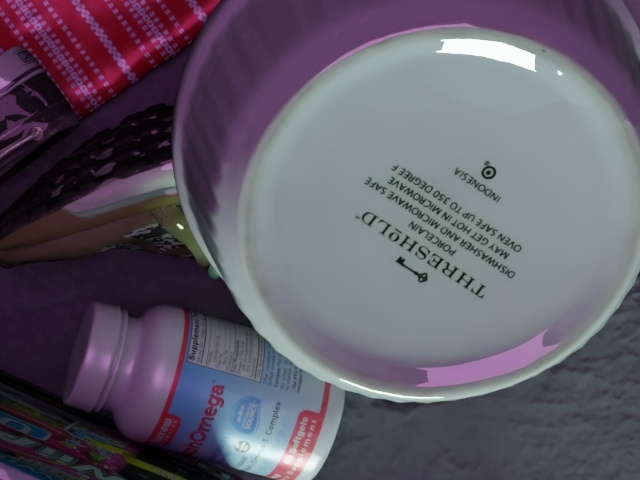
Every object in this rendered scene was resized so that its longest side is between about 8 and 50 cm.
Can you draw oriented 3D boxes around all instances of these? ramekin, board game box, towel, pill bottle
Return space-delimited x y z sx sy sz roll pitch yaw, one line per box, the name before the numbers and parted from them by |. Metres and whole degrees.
ramekin | 0.058 -0.037 0.977 0.273 0.127 0.272 -2 115 -5
board game box | -0.167 0.151 1.036 0.224 0.303 0.097 23 91 1
towel | -0.144 -0.204 1.177 0.275 0.031 0.199 -35 89 1
pill bottle | -0.072 0.090 1.123 0.160 0.087 0.087 16 90 -14

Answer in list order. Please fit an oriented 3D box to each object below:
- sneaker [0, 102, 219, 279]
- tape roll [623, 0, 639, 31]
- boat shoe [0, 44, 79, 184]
sneaker | 0.000 0.000 1.124 0.410 0.158 0.182 -9 106 6
tape roll | 0.299 -0.188 1.078 0.286 0.100 0.286 4 72 -14
boat shoe | -0.245 -0.026 1.139 0.219 0.078 0.070 -39 88 15
